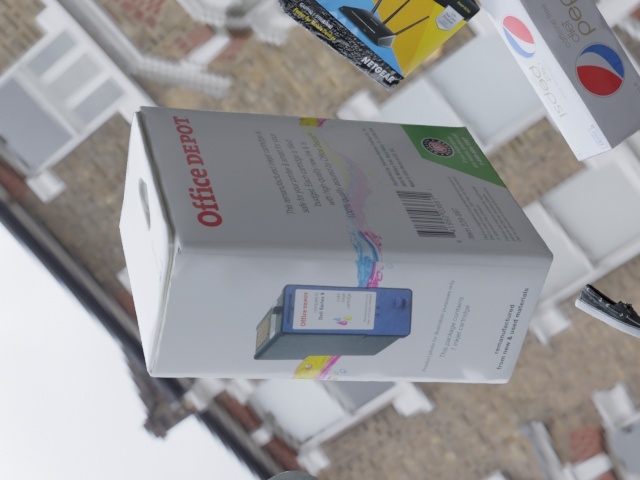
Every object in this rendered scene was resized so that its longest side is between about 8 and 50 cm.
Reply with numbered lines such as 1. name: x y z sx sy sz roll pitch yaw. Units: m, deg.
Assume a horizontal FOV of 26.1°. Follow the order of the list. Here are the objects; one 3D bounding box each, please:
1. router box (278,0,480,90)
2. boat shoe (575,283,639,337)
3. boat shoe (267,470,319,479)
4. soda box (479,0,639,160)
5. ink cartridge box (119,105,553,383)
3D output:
1. router box: 0.059 -0.246 1.413 0.179 0.133 0.046 29 -153 -43
2. boat shoe: 0.466 0.113 2.162 0.142 0.040 0.049 27 -166 29
3. boat shoe: -0.056 0.326 1.412 0.077 0.070 0.219 22 -141 8
4. soda box: 0.240 -0.190 1.358 0.074 0.069 0.216 -34 -86 -19
5. ink cartridge box: 0.000 0.000 0.789 0.212 0.093 0.154 4 -148 -19
